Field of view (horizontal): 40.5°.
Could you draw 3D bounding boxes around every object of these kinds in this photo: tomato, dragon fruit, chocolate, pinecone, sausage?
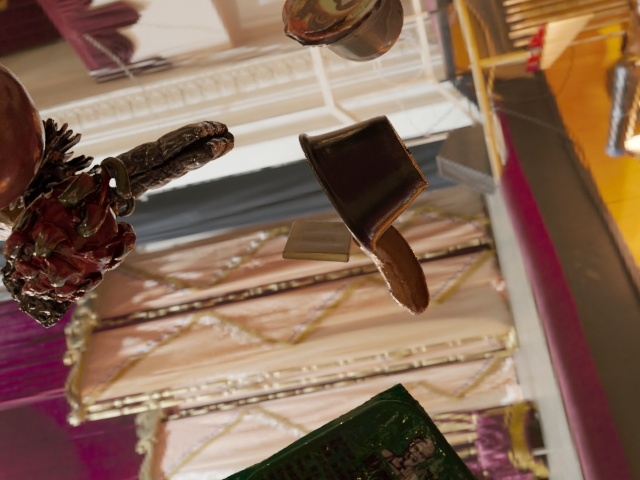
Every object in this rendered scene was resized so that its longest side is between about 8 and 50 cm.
[{"bbox_3d":[-0.553,-0.175,1.342,0.227,0.270,0.270,-44,-45,-30],"label":"tomato"},{"bbox_3d":[-0.407,-0.007,1.436,0.273,0.219,0.198,-30,61,54],"label":"dragon fruit"},{"bbox_3d":[-0.561,0.078,1.692,0.133,0.156,0.156,33,-143,-35],"label":"chocolate"},{"bbox_3d":[-0.602,-0.136,1.980,0.292,0.246,0.246,41,-164,-8],"label":"pinecone"},{"bbox_3d":[0.053,-0.360,1.403,0.147,0.221,0.221,46,-150,-45],"label":"chocolate"},{"bbox_3d":[0.178,0.061,2.050,0.270,0.109,0.109,58,-164,-23],"label":"sausage"}]

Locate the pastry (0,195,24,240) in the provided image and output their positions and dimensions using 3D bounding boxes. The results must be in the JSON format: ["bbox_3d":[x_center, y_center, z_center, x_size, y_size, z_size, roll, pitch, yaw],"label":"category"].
[{"bbox_3d":[-0.886,-0.111,2.256,0.356,0.356,0.163,62,-142,-63],"label":"pastry"}]

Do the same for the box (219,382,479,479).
[{"bbox_3d":[0.048,0.395,1.257,0.264,0.337,0.106,53,163,43],"label":"box"}]

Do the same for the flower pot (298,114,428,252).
[{"bbox_3d":[0.084,-0.113,1.442,0.235,0.148,0.235,56,-169,-17],"label":"flower pot"}]

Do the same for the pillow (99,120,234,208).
[{"bbox_3d":[-0.310,-0.173,1.817,0.326,0.228,0.101,-79,-35,-78],"label":"pillow"}]

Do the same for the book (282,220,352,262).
[{"bbox_3d":[0.000,0.000,2.146,0.231,0.161,0.026,-74,-15,-70],"label":"book"}]
